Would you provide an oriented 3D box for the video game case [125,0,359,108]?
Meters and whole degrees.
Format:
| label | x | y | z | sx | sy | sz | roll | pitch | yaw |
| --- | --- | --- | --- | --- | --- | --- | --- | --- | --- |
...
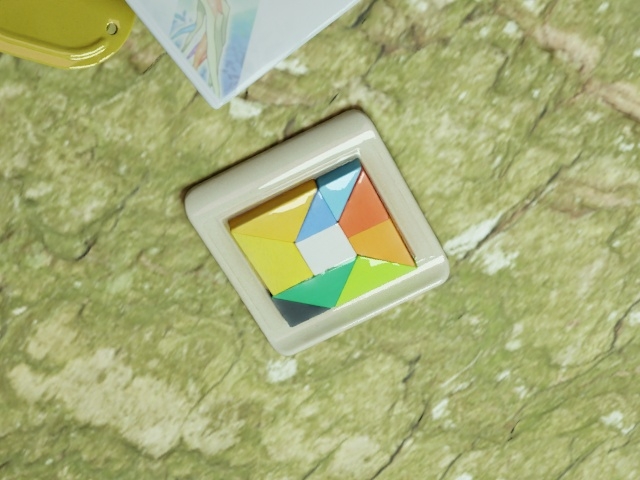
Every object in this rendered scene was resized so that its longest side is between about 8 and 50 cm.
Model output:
| label | x | y | z | sx | sy | sz | roll | pitch | yaw |
| --- | --- | --- | --- | --- | --- | --- | --- | --- | --- |
| video game case | -0.083 | -0.337 | 1.805 | 0.300 | 0.036 | 0.329 | -37 | 105 | 9 |

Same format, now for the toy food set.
| label | x | y | z | sx | sy | sz | roll | pitch | yaw |
| --- | --- | --- | --- | --- | --- | --- | --- | --- | --- |
| toy food set | -0.289 | -0.244 | 1.879 | 0.218 | 0.071 | 0.128 | 16 | 94 | -21 |

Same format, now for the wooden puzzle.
| label | x | y | z | sx | sy | sz | roll | pitch | yaw |
| --- | --- | --- | --- | --- | --- | --- | --- | --- | --- |
| wooden puzzle | 0.000 | 0.000 | 2.087 | 0.221 | 0.044 | 0.239 | -26 | 122 | 7 |
